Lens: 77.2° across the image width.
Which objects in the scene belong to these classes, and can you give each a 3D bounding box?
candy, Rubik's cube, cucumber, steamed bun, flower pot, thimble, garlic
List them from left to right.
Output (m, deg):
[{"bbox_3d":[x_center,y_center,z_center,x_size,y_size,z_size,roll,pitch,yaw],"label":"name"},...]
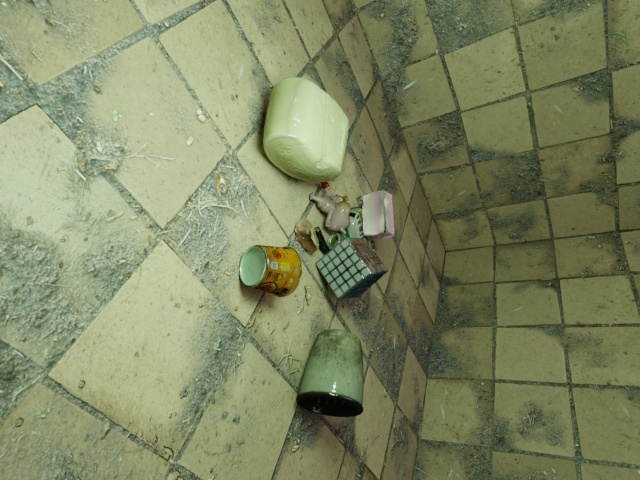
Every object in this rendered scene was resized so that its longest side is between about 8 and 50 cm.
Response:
[{"bbox_3d":[-0.082,-0.476,1.844,0.456,0.290,0.370,30,63,-50],"label":"steamed bun"},{"bbox_3d":[-0.062,-0.017,1.956,0.124,0.099,0.174,-82,155,-60],"label":"garlic"},{"bbox_3d":[0.000,0.000,2.087,0.181,0.053,0.053,66,34,-28],"label":"cucumber"},{"bbox_3d":[0.059,0.599,1.834,0.293,0.294,0.330,53,34,-39],"label":"flower pot"},{"bbox_3d":[0.084,0.015,2.182,0.062,0.085,0.109,35,57,-50],"label":"thimble"},{"bbox_3d":[0.161,0.144,2.065,0.238,0.237,0.237,55,23,21],"label":"Rubik's cube"},{"bbox_3d":[0.324,-0.144,2.271,0.116,0.156,0.264,16,68,-49],"label":"candy"}]

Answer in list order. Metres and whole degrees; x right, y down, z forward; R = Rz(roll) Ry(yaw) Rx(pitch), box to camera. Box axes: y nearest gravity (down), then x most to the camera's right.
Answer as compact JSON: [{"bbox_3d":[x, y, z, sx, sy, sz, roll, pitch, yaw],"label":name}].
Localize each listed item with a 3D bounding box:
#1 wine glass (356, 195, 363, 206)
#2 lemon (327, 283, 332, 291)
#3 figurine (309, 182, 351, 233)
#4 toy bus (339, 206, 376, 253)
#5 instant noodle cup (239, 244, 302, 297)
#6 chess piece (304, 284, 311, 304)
[{"bbox_3d":[0.259,-0.243,2.582,0.042,0.039,0.083,-59,135,-50],"label":"wine glass"},{"bbox_3d":[0.068,0.244,2.124,0.083,0.063,0.062,58,36,-56],"label":"lemon"},{"bbox_3d":[0.071,-0.172,2.135,0.287,0.186,0.176,54,9,-12],"label":"figurine"},{"bbox_3d":[0.200,-0.029,2.330,0.179,0.143,0.305,-35,113,-55],"label":"toy bus"},{"bbox_3d":[-0.204,0.112,1.589,0.172,0.216,0.215,17,68,-47],"label":"instant noodle cup"},{"bbox_3d":[-0.058,0.264,1.943,0.035,0.035,0.092,1,85,-59],"label":"chess piece"}]
